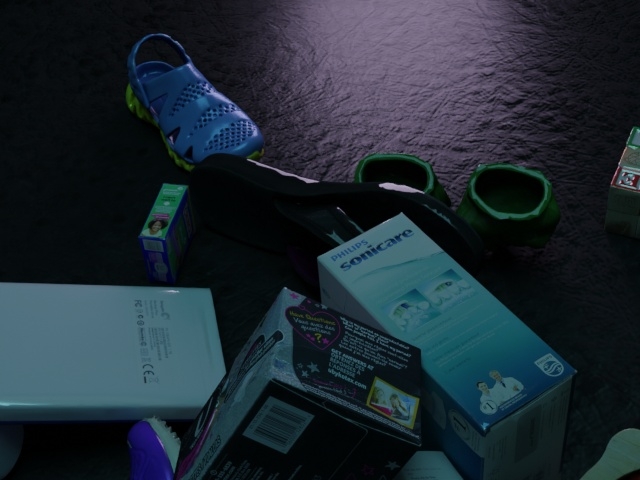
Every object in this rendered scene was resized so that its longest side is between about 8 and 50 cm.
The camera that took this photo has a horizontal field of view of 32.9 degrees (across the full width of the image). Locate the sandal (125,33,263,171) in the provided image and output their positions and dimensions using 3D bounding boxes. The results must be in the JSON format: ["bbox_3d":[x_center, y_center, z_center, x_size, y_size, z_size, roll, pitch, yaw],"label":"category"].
[{"bbox_3d":[-0.206,-0.211,1.654,0.126,0.138,0.317,-34,52,-27],"label":"sandal"}]

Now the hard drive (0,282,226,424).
[{"bbox_3d":[-0.280,0.133,1.312,0.318,0.040,0.210,2,39,-17],"label":"hard drive"}]

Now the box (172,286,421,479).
[{"bbox_3d":[-0.031,0.196,1.070,0.163,0.247,0.142,26,32,-13],"label":"box"}]

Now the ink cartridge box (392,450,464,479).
[{"bbox_3d":[0.108,0.331,1.051,0.093,0.154,0.212,7,31,-41],"label":"ink cartridge box"}]

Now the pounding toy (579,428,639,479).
[{"bbox_3d":[0.404,0.306,1.113,0.269,0.155,0.154,14,77,32],"label":"pounding toy"}]

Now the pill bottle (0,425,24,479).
[{"bbox_3d":[-0.448,0.221,1.274,0.180,0.108,0.108,11,48,17],"label":"pill bottle"}]

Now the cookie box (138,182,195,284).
[{"bbox_3d":[-0.208,-0.010,1.485,0.040,0.092,0.107,6,47,10],"label":"cookie box"}]

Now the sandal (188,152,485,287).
[{"bbox_3d":[-0.001,0.002,1.406,0.445,0.168,0.107,13,44,31],"label":"sandal"}]

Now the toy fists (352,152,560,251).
[{"bbox_3d":[0.177,-0.044,1.441,0.279,0.142,0.096,6,78,13],"label":"toy fists"}]

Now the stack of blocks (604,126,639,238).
[{"bbox_3d":[0.549,-0.064,1.446,0.297,0.087,0.171,15,49,21],"label":"stack of blocks"}]

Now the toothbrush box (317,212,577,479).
[{"bbox_3d":[0.130,0.148,1.200,0.126,0.216,0.295,-28,48,-21],"label":"toothbrush box"}]

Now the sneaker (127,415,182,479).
[{"bbox_3d":[-0.186,0.318,1.150,0.146,0.102,0.293,-20,47,-12],"label":"sneaker"}]

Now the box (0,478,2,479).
[{"bbox_3d":[-0.525,0.356,1.033,0.395,0.212,0.294,-6,52,10],"label":"box"}]
